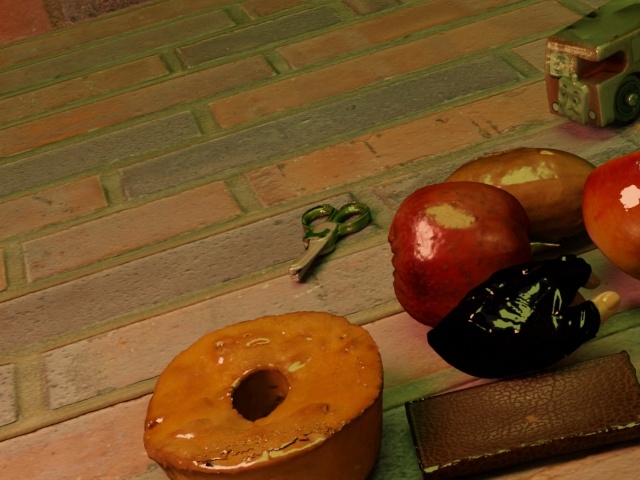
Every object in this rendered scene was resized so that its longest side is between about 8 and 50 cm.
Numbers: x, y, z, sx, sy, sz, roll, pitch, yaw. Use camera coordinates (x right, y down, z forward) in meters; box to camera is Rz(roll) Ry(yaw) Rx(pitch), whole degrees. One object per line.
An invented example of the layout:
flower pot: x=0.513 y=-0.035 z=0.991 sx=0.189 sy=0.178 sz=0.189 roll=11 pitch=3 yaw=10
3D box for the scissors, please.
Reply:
scissors: x=0.000 y=0.000 z=1.899 sx=0.101 sy=0.027 sz=0.204 roll=-6 pitch=25 yaw=23

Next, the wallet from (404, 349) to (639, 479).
wallet: x=0.214 y=0.183 z=1.419 sx=0.243 sy=0.039 sz=0.133 roll=-12 pitch=29 yaw=0

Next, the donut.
donut: x=-0.053 y=0.191 z=1.453 sx=0.277 sy=0.108 sz=0.277 roll=-11 pitch=27 yaw=6

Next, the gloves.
gloves: x=0.235 y=0.077 z=1.514 sx=0.164 sy=0.124 sz=0.203 roll=4 pitch=31 yaw=42

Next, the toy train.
toy train: x=0.480 y=-0.285 z=2.082 sx=0.326 sy=0.159 sz=0.129 roll=-26 pitch=31 yaw=-26

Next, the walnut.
walnut: x=0.250 y=-0.053 z=1.763 sx=0.245 sy=0.137 sz=0.137 roll=-2 pitch=28 yaw=12

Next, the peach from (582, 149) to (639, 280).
peach: x=0.396 y=-0.045 z=1.601 sx=0.190 sy=0.190 sz=0.192 roll=-14 pitch=43 yaw=1

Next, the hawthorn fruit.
hawthorn fruit: x=0.180 y=0.011 z=1.623 sx=0.200 sy=0.179 sz=0.179 roll=-9 pitch=26 yaw=6
